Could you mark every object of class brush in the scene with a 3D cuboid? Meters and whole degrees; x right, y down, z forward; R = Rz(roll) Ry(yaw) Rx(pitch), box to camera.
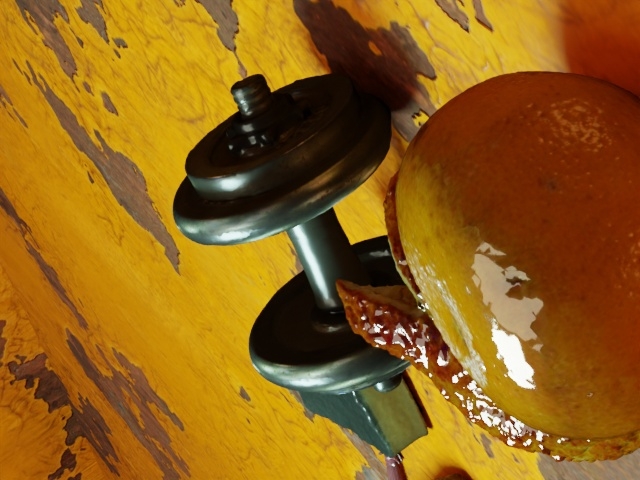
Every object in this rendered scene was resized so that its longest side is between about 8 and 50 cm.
[{"bbox_3d":[0.026,0.142,1.805,0.197,0.059,0.123,24,146,60],"label":"brush"}]

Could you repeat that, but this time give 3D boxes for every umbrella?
[{"bbox_3d":[0.089,0.284,1.959,0.027,0.025,0.165,-114,8,-45],"label":"umbrella"}]

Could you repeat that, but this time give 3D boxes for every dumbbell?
[{"bbox_3d":[0.000,0.000,1.387,0.192,0.192,0.290,24,144,60],"label":"dumbbell"}]

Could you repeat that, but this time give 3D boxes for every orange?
[{"bbox_3d":[0.146,0.007,1.038,0.224,0.170,0.224,61,174,11],"label":"orange"}]

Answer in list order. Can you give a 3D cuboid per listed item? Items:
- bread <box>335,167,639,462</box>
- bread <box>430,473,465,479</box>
[{"bbox_3d":[0.126,0.063,1.218,0.269,0.139,0.095,29,-166,19],"label":"bread"},{"bbox_3d":[0.137,0.341,1.812,0.181,0.096,0.222,52,161,12],"label":"bread"}]
